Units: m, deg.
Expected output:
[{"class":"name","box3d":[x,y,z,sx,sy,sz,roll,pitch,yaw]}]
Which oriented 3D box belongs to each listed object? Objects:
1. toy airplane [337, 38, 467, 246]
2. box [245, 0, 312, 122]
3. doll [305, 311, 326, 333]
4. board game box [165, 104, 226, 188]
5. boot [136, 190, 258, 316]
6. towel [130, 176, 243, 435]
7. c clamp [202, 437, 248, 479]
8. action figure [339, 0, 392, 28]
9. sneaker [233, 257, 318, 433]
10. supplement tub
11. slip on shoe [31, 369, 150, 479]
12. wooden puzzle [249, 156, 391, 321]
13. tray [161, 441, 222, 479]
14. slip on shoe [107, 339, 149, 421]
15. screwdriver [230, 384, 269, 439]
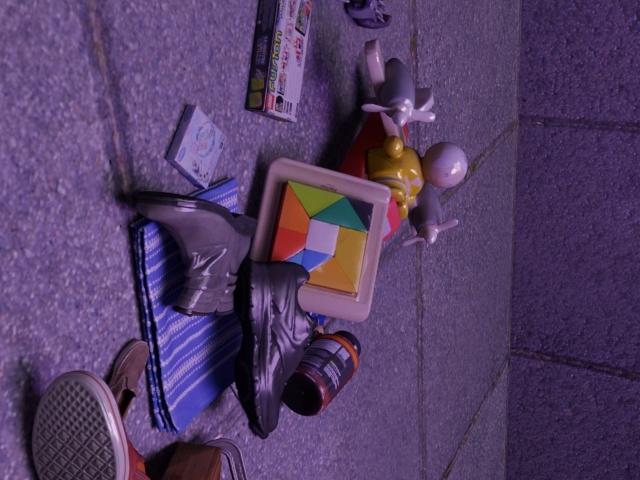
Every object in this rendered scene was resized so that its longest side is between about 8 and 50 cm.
[{"class":"toy airplane","box3d":[0.159,-0.167,1.491,0.386,0.272,0.385,-7,103,-62]},{"class":"box","box3d":[-0.066,-0.307,1.269,0.114,0.036,0.207,5,94,-63]},{"class":"doll","box3d":[0.024,0.088,1.518,0.189,0.046,0.129,-62,151,-8]},{"class":"board game box","box3d":[-0.179,-0.135,1.119,0.090,0.020,0.090,48,56,-57]},{"class":"boot","box3d":[-0.171,0.027,1.057,0.246,0.083,0.161,21,82,-62]},{"class":"towel","box3d":[-0.180,0.096,1.168,0.243,0.040,0.336,-36,128,-56]},{"class":"c clamp","box3d":[-0.177,0.396,1.215,0.022,0.137,0.161,-168,-110,-75]},{"class":"action figure","box3d":[0.062,-0.499,1.400,0.285,0.099,0.185,26,80,-59]},{"class":"sneaker","box3d":[-0.066,0.167,1.212,0.130,0.109,0.287,-4,106,-24]},{"class":"supplement tub","box3d":[0.007,0.250,1.504,0.198,0.106,0.106,-37,129,-54]},{"class":"slip on shoe","box3d":[-0.274,0.289,0.970,0.101,0.123,0.331,-66,156,-56]},{"class":"wooden puzzle","box3d":[0.000,0.000,1.278,0.044,0.220,0.239,171,-68,-73]},{"class":"tray","box3d":[-0.195,0.436,0.995,0.411,0.076,0.203,-97,-165,-84]},{"class":"slip on shoe","box3d":[-0.261,0.197,1.033,0.135,0.041,0.051,-62,147,-33]},{"class":"screwdriver","box3d":[-0.125,0.296,1.354,0.025,0.024,0.170,-33,131,-18]}]
